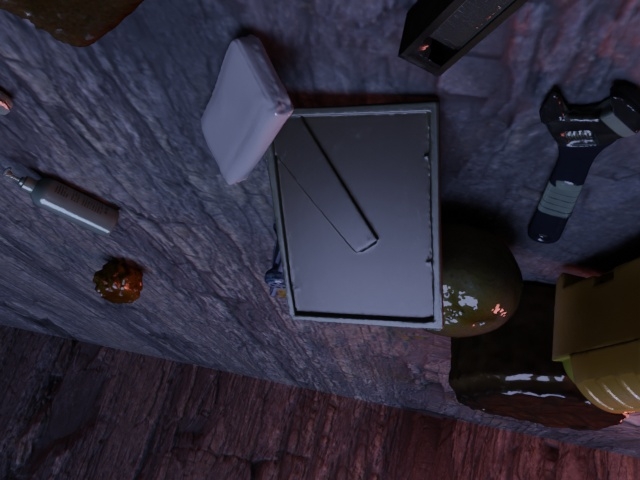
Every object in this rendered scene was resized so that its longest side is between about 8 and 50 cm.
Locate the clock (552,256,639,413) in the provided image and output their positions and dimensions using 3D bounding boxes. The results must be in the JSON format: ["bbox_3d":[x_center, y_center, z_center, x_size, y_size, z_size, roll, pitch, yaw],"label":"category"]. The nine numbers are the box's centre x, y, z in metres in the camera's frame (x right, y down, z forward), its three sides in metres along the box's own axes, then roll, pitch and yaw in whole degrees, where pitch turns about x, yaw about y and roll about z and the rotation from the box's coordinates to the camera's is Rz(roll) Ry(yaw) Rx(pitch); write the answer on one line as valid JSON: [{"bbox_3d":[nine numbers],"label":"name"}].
[{"bbox_3d":[0.500,0.130,0.747,0.317,0.200,0.244,9,162,-10],"label":"clock"}]

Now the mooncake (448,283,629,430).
[{"bbox_3d":[0.381,0.214,1.005,0.324,0.187,0.324,10,157,4],"label":"mooncake"}]

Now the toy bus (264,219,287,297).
[{"bbox_3d":[0.000,0.000,0.836,0.136,0.109,0.330,9,158,-10],"label":"toy bus"}]

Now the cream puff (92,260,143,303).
[{"bbox_3d":[-0.473,0.094,1.354,0.116,0.094,0.122,25,132,-32],"label":"cream puff"}]

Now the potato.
[{"bbox_3d":[0.180,0.056,0.802,0.178,0.160,0.235,43,165,-5],"label":"potato"}]

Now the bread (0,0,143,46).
[{"bbox_3d":[-0.040,-0.238,0.223,0.113,0.165,0.416,24,156,-35],"label":"bread"}]

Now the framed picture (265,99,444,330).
[{"bbox_3d":[0.039,-0.020,0.633,0.189,0.023,0.260,0,112,18],"label":"framed picture"}]

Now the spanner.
[{"bbox_3d":[0.264,-0.066,0.633,0.087,0.024,0.316,10,159,14],"label":"spanner"}]

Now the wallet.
[{"bbox_3d":[-0.084,-0.129,0.609,0.033,0.095,0.190,-22,174,-26],"label":"wallet"}]

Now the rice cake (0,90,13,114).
[{"bbox_3d":[-0.485,-0.186,0.777,0.170,0.029,0.033,4,159,21],"label":"rice cake"}]

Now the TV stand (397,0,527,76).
[{"bbox_3d":[0.138,-0.195,0.365,0.040,0.049,0.256,21,156,-19],"label":"TV stand"}]

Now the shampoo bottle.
[{"bbox_3d":[-0.446,-0.071,0.991,0.195,0.056,0.056,31,152,-33],"label":"shampoo bottle"}]
